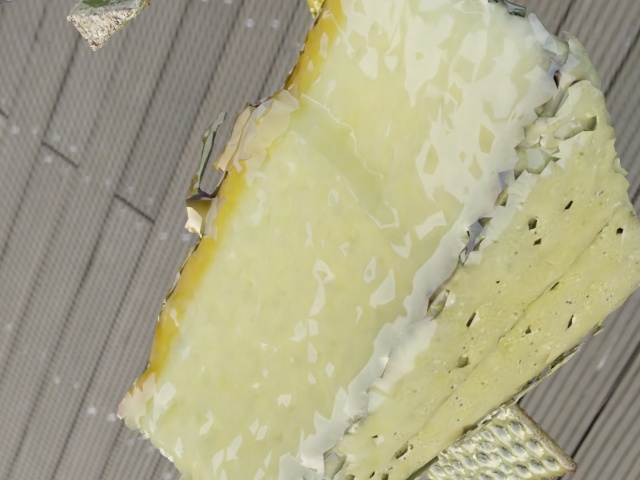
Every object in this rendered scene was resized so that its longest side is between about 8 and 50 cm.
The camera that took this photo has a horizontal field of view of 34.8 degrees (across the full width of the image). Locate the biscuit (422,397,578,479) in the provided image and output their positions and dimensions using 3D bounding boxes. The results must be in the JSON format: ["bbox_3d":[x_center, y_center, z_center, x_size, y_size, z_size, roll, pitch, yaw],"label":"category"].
[{"bbox_3d":[0.164,0.220,1.101,0.144,0.016,0.203,46,141,-12],"label":"biscuit"}]

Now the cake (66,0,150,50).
[{"bbox_3d":[-0.218,-0.243,1.114,0.140,0.051,0.055,7,137,47],"label":"cake"}]

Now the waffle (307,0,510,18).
[{"bbox_3d":[0.096,-0.298,1.283,0.382,0.379,0.095,43,76,4],"label":"waffle"}]

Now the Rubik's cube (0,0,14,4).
[{"bbox_3d":[-0.437,-0.491,1.225,0.362,0.359,0.363,-19,88,8],"label":"Rubik's cube"}]

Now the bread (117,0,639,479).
[{"bbox_3d":[0.000,0.000,0.609,0.315,0.279,0.248,-34,48,-14],"label":"bread"}]
